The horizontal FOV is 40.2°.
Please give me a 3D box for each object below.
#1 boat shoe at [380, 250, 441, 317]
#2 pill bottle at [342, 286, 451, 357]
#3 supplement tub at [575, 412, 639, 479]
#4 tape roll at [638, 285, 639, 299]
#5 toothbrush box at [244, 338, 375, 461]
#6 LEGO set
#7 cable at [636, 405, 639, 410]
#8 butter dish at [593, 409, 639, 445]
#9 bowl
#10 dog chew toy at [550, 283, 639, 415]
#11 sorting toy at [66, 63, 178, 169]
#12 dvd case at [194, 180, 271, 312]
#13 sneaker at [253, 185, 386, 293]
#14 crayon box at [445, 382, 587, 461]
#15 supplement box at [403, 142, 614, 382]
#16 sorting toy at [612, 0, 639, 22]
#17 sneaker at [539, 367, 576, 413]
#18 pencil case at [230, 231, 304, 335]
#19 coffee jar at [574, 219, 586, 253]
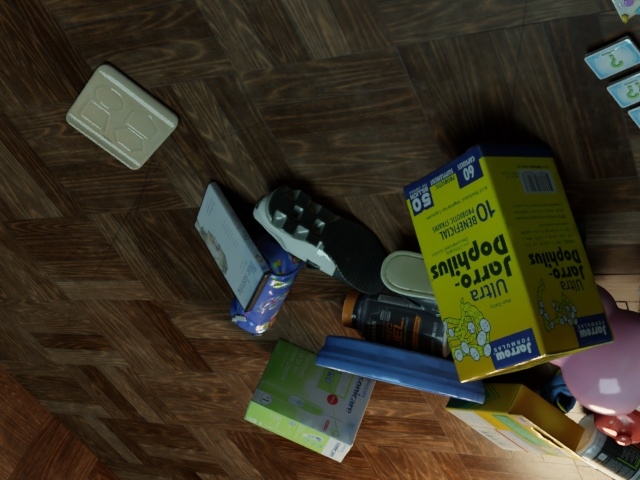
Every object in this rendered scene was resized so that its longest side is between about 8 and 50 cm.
[{"bbox_3d":[0.286,0.110,1.824,0.340,0.127,0.113,13,171,0],"label":"boat shoe"},{"bbox_3d":[0.174,0.174,1.944,0.246,0.130,0.130,10,141,20],"label":"pill bottle"},{"bbox_3d":[0.693,0.499,2.057,0.190,0.117,0.117,31,143,-7],"label":"supplement tub"},{"bbox_3d":[0.700,0.106,1.492,0.286,0.100,0.286,2,120,4],"label":"tape roll"},{"bbox_3d":[-0.028,0.418,2.296,0.283,0.206,0.122,25,143,1],"label":"toothbrush box"},{"bbox_3d":[0.541,-0.245,1.286,0.244,0.060,0.182,-20,128,43],"label":"LEGO set"},{"bbox_3d":[0.758,0.320,1.757,0.257,0.089,0.257,16,165,-11],"label":"cable"},{"bbox_3d":[0.679,0.399,1.942,0.160,0.118,0.160,24,144,0],"label":"butter dish"},{"bbox_3d":[0.185,0.290,1.991,0.391,0.077,0.391,13,171,2],"label":"bowl"},{"bbox_3d":[0.502,0.175,1.681,0.332,0.206,0.206,45,148,19],"label":"dog chew toy"},{"bbox_3d":[-0.415,-0.259,1.836,0.193,0.038,0.208,37,137,-16],"label":"sorting toy"},{"bbox_3d":[-0.199,0.017,1.937,0.253,0.022,0.180,57,147,19],"label":"dvd case"},{"bbox_3d":[0.000,0.000,1.864,0.330,0.122,0.146,38,159,-19],"label":"sneaker"},{"bbox_3d":[0.463,0.417,2.043,0.203,0.083,0.323,36,161,-14],"label":"crayon box"},{"bbox_3d":[0.313,0.036,1.482,0.195,0.356,0.194,-4,162,-39],"label":"supplement box"},{"bbox_3d":[0.447,-0.352,1.228,0.075,0.045,0.083,-27,122,24],"label":"sorting toy"},{"bbox_3d":[0.547,0.373,2.018,0.069,0.082,0.209,17,144,8],"label":"sneaker"},{"bbox_3d":[-0.132,0.104,2.037,0.119,0.133,0.306,47,145,15],"label":"pencil case"},{"bbox_3d":[0.444,0.060,1.594,0.079,0.184,0.096,6,153,3],"label":"coffee jar"}]
